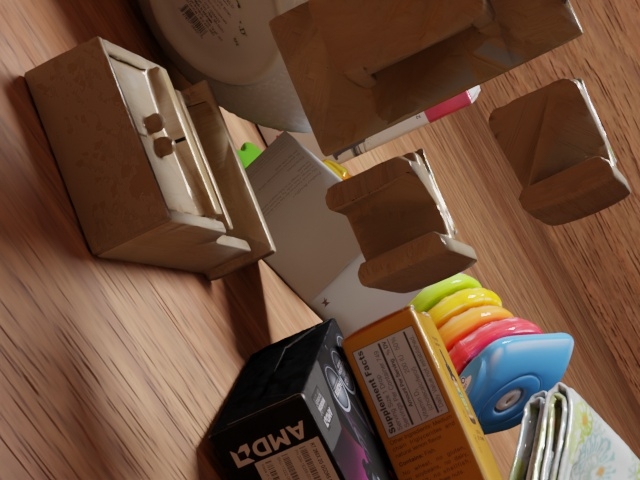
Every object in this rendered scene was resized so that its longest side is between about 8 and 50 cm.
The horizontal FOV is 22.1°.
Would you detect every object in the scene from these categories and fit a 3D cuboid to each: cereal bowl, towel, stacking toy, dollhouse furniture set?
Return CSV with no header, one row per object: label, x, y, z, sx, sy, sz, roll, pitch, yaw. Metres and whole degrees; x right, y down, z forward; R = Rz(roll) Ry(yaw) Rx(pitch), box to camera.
cereal bowl,-0.056,-0.245,1.528,0.141,0.339,0.339,-42,109,-43
towel,0.330,0.393,1.941,0.374,0.090,0.321,47,48,-34
stacking toy,0.154,0.089,2.044,0.165,0.175,0.302,-1,44,-41
dollhouse furniture set,0.010,-0.126,1.317,0.362,0.394,0.256,68,13,10

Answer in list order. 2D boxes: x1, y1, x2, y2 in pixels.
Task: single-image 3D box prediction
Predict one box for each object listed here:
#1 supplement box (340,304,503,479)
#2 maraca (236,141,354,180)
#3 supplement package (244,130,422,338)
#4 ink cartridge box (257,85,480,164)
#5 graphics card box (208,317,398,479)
supplement box,0.100,0.177,1.414,0.078,0.080,0.233,31,37,-72
maraca,-0.019,-0.040,1.702,0.185,0.099,0.127,26,30,-27
supplement package,0.000,0.000,1.541,0.179,0.105,0.105,44,-4,41
ink cartridge box,0.035,-0.189,1.856,0.172,0.237,0.100,63,17,-9
graphics card box,0.042,0.269,1.390,0.371,0.094,0.233,62,12,-8
